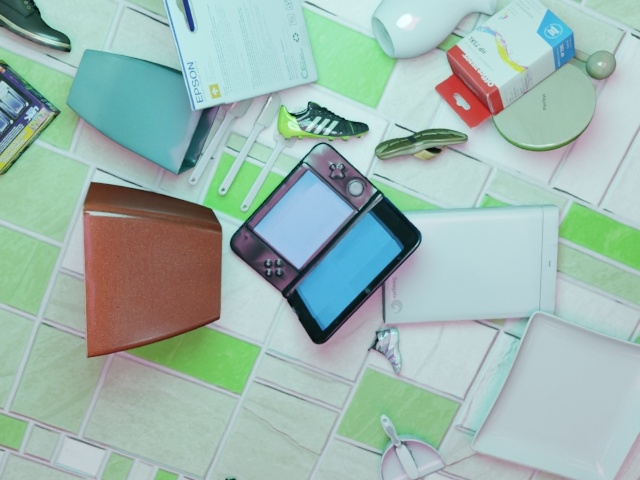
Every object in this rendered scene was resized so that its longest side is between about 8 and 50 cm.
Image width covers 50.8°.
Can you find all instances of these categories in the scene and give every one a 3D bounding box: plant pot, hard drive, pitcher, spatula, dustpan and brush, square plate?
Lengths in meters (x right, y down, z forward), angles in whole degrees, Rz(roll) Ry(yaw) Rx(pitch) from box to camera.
[{"bbox_3d":[-0.321,-0.249,1.228,0.234,0.165,0.165,23,102,-4],"label":"plant pot"},{"bbox_3d":[0.303,0.049,1.380,0.353,0.047,0.232,-3,104,-1],"label":"hard drive"},{"bbox_3d":[0.188,-0.440,1.231,0.207,0.125,0.177,-30,82,-5],"label":"pitcher"},{"bbox_3d":[-0.145,-0.186,1.304,0.168,0.019,0.242,26,102,-29],"label":"spatula"},{"bbox_3d":[0.175,0.453,1.464,0.147,0.060,0.211,-26,103,4],"label":"dustpan and brush"},{"bbox_3d":[-0.311,0.042,1.260,0.236,0.267,0.267,0,104,-16],"label":"plant pot"},{"bbox_3d":[0.536,0.342,1.448,0.344,0.049,0.347,18,105,-8],"label":"square plate"}]

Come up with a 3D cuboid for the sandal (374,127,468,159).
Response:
[{"bbox_3d":[0.196,-0.179,1.312,0.180,0.072,0.049,-14,119,3],"label":"sandal"}]

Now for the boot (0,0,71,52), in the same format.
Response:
[{"bbox_3d":[-0.529,-0.438,1.220,0.198,0.077,0.137,25,96,-9],"label":"boot"}]

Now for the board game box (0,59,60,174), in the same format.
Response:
[{"bbox_3d":[-0.607,-0.231,1.277,0.170,0.048,0.141,-44,103,8],"label":"board game box"}]

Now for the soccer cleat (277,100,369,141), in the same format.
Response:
[{"bbox_3d":[0.007,-0.228,1.288,0.179,0.060,0.072,-1,106,-9],"label":"soccer cleat"}]

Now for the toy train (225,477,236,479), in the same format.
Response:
[{"bbox_3d":[-0.159,0.584,1.502,0.036,0.027,0.158,-42,102,18],"label":"toy train"}]

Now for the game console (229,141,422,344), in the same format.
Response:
[{"bbox_3d":[0.000,0.000,1.292,0.250,0.173,0.293,41,98,-11],"label":"game console"}]

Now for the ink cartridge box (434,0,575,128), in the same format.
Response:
[{"bbox_3d":[0.330,-0.330,1.241,0.231,0.078,0.134,-37,61,6],"label":"ink cartridge box"}]

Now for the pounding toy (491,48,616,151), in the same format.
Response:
[{"bbox_3d":[0.436,-0.257,1.281,0.183,0.110,0.236,26,81,26],"label":"pounding toy"}]

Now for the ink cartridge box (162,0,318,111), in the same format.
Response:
[{"bbox_3d":[-0.157,-0.400,1.133,0.072,0.330,0.323,-1,108,40],"label":"ink cartridge box"}]

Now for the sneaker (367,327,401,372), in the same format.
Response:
[{"bbox_3d":[0.134,0.235,1.425,0.069,0.038,0.098,-6,94,1],"label":"sneaker"}]
